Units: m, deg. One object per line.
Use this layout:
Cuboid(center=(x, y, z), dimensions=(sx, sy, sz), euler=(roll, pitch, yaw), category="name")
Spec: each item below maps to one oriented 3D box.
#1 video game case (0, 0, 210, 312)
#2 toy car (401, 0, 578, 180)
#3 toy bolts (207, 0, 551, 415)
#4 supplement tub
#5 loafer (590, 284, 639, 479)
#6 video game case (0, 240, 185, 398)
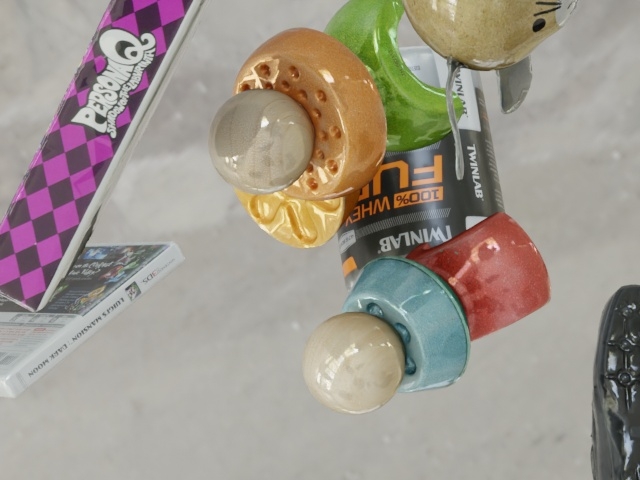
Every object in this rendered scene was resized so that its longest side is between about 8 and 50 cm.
Cuboid(center=(-0.088, -0.099, 0.945), dimensions=(0.232, 0.042, 0.210), euler=(-61, -175, 17), category="video game case")
Cuboid(center=(0.094, -0.123, 0.847), dimensions=(0.155, 0.149, 0.188), euler=(-43, 147, -53), category="toy car")
Cuboid(center=(0.000, 0.000, 1.135), dimensions=(0.158, 0.228, 0.218), euler=(-32, 180, -41), category="toy bolts")
Cuboid(center=(0.066, -0.027, 1.285), dimensions=(0.117, 0.190, 0.117), euler=(-9, 165, -2), category="supplement tub")
Cuboid(center=(0.234, 0.144, 1.414), dimensions=(0.076, 0.223, 0.078), euler=(4, 160, -11), category="loafer")
Cuboid(center=(-0.214, 0.057, 1.420), dimensions=(0.173, 0.190, 0.022), euler=(-41, 112, -30), category="video game case")
